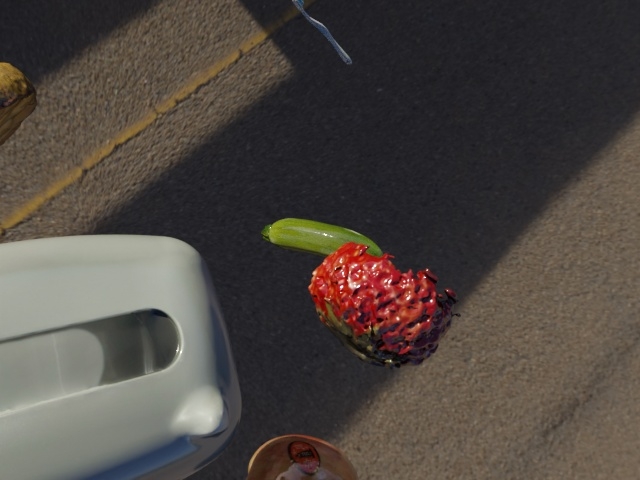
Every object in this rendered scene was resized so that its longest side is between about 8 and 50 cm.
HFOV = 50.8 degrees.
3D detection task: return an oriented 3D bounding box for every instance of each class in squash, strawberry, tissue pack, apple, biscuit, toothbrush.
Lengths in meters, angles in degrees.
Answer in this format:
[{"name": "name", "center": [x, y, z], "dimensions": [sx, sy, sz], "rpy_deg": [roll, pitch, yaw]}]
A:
[{"name": "squash", "center": [0.000, 0.000, 1.285], "dimensions": [0.258, 0.069, 0.069], "rpy_deg": [13, 85, 21]}, {"name": "strawberry", "center": [0.054, 0.066, 0.637], "dimensions": [0.086, 0.145, 0.145], "rpy_deg": [-44, 103, -20]}, {"name": "tissue pack", "center": [-0.231, 0.115, 0.539], "dimensions": [0.333, 0.236, 0.230], "rpy_deg": [-11, 84, -32]}, {"name": "apple", "center": [-0.026, 0.352, 0.873], "dimensions": [0.164, 0.209, 0.210], "rpy_deg": [13, 86, 4]}, {"name": "biscuit", "center": [-0.549, -0.152, 0.985], "dimensions": [0.296, 0.296, 0.102], "rpy_deg": [-46, 103, -13]}, {"name": "toothbrush", "center": [0.005, -0.355, 1.151], "dimensions": [0.162, 0.014, 0.017], "rpy_deg": [43, 68, -37]}]
